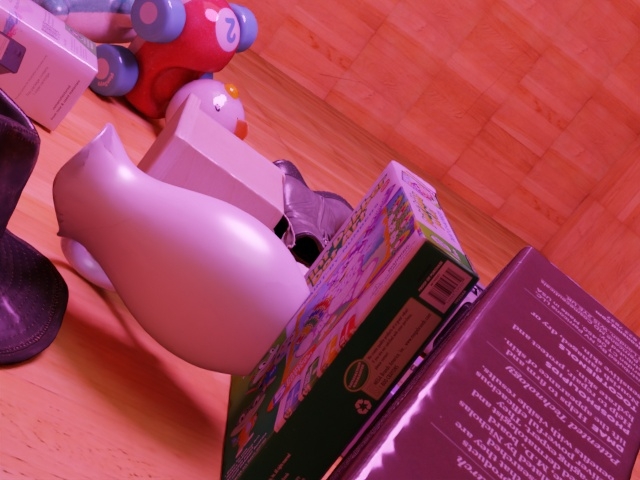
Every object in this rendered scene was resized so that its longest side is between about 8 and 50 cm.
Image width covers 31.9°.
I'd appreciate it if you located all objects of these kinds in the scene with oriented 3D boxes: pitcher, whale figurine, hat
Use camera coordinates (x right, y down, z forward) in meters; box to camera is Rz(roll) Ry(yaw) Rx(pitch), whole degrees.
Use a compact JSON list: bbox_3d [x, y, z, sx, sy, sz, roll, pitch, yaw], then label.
[{"bbox_3d":[-0.122,0.025,0.913,0.207,0.125,0.178,37,-32,2],"label":"pitcher"},{"bbox_3d":[-0.350,-0.354,1.591,0.216,0.141,0.272,10,14,16],"label":"whale figurine"},{"bbox_3d":[-0.294,-0.068,0.785,0.331,0.134,0.331,36,11,-8],"label":"hat"}]

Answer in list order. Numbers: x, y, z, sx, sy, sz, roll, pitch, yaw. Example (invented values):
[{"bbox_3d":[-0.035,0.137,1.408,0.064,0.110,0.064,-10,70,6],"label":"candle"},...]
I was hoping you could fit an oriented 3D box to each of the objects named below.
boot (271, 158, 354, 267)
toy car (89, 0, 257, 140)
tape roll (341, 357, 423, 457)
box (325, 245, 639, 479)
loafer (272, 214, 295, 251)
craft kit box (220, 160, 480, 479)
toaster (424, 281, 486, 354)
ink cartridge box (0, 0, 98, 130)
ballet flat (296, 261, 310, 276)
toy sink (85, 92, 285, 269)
[{"bbox_3d":[0.000,0.000,1.584,0.246,0.083,0.161,34,26,-53],"label":"boot"},{"bbox_3d":[-0.165,-0.211,1.590,0.238,0.210,0.219,55,26,14],"label":"toy car"},{"bbox_3d":[0.082,0.178,1.109,0.189,0.080,0.189,37,11,-8],"label":"tape roll"},{"bbox_3d":[0.079,0.159,0.675,0.143,0.191,0.381,42,29,8],"label":"box"},{"bbox_3d":[-0.067,-0.010,1.346,0.094,0.087,0.251,38,12,-2],"label":"loafer"},{"bbox_3d":[0.014,0.072,0.887,0.061,0.250,0.247,35,12,-8],"label":"craft kit box"},{"bbox_3d":[0.228,0.141,1.606,0.168,0.110,0.186,39,12,-1],"label":"toaster"},{"bbox_3d":[-0.369,-0.237,1.285,0.212,0.093,0.154,35,11,-23],"label":"ink cartridge box"},{"bbox_3d":[-0.028,0.066,1.156,0.095,0.096,0.280,36,12,5],"label":"ballet flat"},{"bbox_3d":[-0.125,-0.032,1.103,0.131,0.153,0.234,36,11,-13],"label":"toy sink"}]
